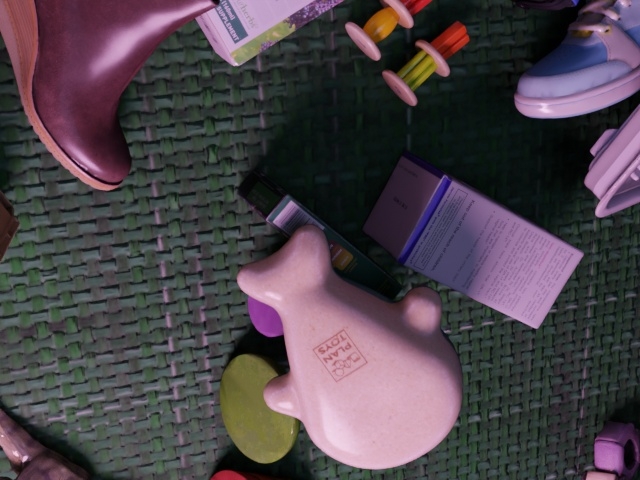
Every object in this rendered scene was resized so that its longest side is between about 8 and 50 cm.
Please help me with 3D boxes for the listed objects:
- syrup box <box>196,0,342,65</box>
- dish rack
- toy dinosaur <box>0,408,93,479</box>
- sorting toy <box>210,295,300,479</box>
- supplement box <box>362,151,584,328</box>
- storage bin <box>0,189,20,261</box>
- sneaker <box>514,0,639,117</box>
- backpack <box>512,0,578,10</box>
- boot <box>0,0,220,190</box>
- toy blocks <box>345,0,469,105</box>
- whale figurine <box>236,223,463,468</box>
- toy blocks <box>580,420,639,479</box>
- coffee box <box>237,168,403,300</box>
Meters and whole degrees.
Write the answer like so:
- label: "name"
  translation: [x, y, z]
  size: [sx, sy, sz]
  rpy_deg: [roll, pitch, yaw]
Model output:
- label: "syrup box"
  translation: [-0.019, -0.280, 0.936]
  size: [0.237, 0.096, 0.093]
  rpy_deg: [-33, 116, -5]
- label: "dish rack"
  translation: [0.444, -0.178, 1.053]
  size: [0.285, 0.072, 0.333]
  rpy_deg: [-20, 151, -39]
- label: "toy dinosaur"
  translation: [-0.328, 0.272, 1.045]
  size: [0.118, 0.064, 0.268]
  rpy_deg: [-43, 115, -9]
- label: "sorting toy"
  translation: [-0.039, 0.209, 1.117]
  size: [0.126, 0.127, 0.365]
  rpy_deg: [-8, 114, -44]
- label: "supplement box"
  translation: [0.178, 0.000, 1.100]
  size: [0.220, 0.111, 0.114]
  rpy_deg: [24, 99, -25]
- label: "storage bin"
  translation: [-0.401, -0.048, 0.794]
  size: [0.123, 0.260, 0.262]
  rpy_deg: [-26, 116, 9]
- label: "sneaker"
  translation: [0.328, -0.282, 1.049]
  size: [0.319, 0.127, 0.208]
  rpy_deg: [-31, 119, -18]
- label: "backpack"
  translation: [0.234, -0.305, 1.005]
  size: [0.098, 0.120, 0.101]
  rpy_deg: [20, 101, -24]
- label: "boot"
  translation: [-0.185, -0.179, 0.871]
  size: [0.207, 0.090, 0.248]
  rpy_deg: [-16, 110, 22]
- label: "toy blocks"
  translation: [0.118, -0.240, 1.023]
  size: [0.148, 0.054, 0.123]
  rpy_deg: [-44, 116, -1]
- label: "whale figurine"
  translation: [0.032, 0.105, 0.986]
  size: [0.216, 0.141, 0.272]
  rpy_deg: [-36, 101, 14]
- label: "toy blocks"
  translation: [0.587, 0.287, 1.323]
  size: [0.288, 0.309, 0.260]
  rpy_deg: [42, 58, -39]
- label: "coffee box"
  translation: [0.000, 0.000, 1.034]
  size: [0.184, 0.113, 0.040]
  rpy_deg: [38, 91, -29]
